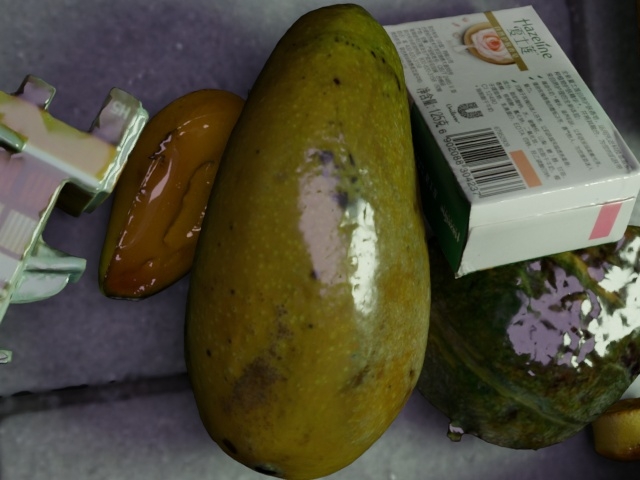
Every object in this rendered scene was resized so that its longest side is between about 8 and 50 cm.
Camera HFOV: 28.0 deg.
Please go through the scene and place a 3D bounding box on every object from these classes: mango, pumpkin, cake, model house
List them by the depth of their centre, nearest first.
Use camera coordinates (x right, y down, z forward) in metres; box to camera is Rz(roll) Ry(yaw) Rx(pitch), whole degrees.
[{"bbox_3d":[-0.243,-0.022,0.824,0.198,0.224,0.215,26,81,-13],"label":"model house"},{"bbox_3d":[0.001,0.004,0.896,0.176,0.176,0.329,8,104,-10],"label":"mango"},{"bbox_3d":[-0.102,-0.036,0.938,0.101,0.066,0.187,37,78,-38],"label":"mango"},{"bbox_3d":[0.201,0.073,0.974,0.279,0.111,0.163,6,69,-14],"label":"pumpkin"},{"bbox_3d":[0.257,0.149,1.021,0.084,0.084,0.044,-13,89,-15],"label":"cake"}]

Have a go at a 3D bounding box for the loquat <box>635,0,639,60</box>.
[{"bbox_3d":[0.384,-0.178,0.985,0.284,0.276,0.276,-25,94,-33],"label":"loquat"}]

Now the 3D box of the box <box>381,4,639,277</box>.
[{"bbox_3d":[0.129,-0.079,0.947,0.135,0.081,0.199,-10,52,-15],"label":"box"}]
